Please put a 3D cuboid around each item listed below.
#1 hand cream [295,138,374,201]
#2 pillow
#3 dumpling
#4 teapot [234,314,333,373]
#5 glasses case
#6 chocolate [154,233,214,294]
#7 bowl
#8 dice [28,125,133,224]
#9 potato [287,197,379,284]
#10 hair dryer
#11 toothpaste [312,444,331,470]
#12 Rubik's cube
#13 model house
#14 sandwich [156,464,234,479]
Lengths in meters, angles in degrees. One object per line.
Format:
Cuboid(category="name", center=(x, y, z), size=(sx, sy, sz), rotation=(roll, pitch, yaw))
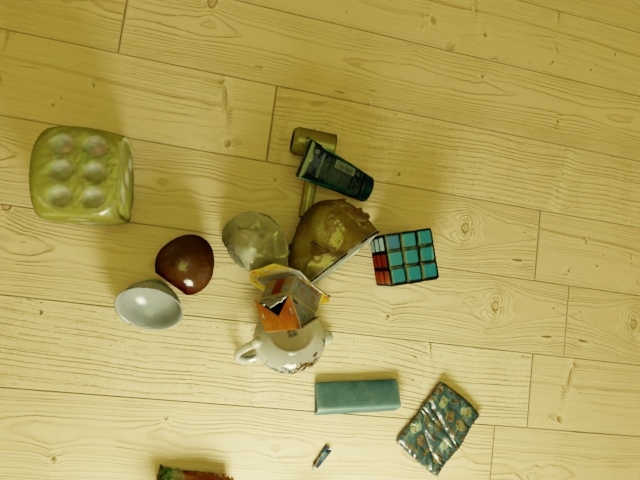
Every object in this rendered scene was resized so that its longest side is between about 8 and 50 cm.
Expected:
Cuboid(category="hand cream", center=(0.051, -0.203, 1.630), size=(0.271, 0.061, 0.120), rotation=(21, 92, -37))
Cuboid(category="pillow", center=(0.383, 0.604, 1.712), size=(0.189, 0.034, 0.255), rotation=(41, 78, -7))
Cuboid(category="dumpling", center=(-0.191, 0.004, 1.548), size=(0.247, 0.142, 0.172), rotation=(36, 94, 24))
Cuboid(category="teapot", center=(-0.110, 0.298, 1.576), size=(0.300, 0.166, 0.208), rotation=(-14, 71, -4))
Cuboid(category="glasses case", center=(0.115, 0.489, 1.649), size=(0.266, 0.056, 0.105), rotation=(1, 86, -13))
Cuboid(category="chocolate", center=(-0.378, 0.062, 1.518), size=(0.177, 0.177, 0.176), rotation=(1, 86, -13))
Cuboid(category="bowl", center=(-0.478, 0.166, 1.507), size=(0.189, 0.189, 0.086), rotation=(12, 41, -12))
Cuboid(category="dice", center=(-0.634, -0.167, 1.436), size=(0.227, 0.233, 0.238), rotation=(3, 85, -12))
Cuboid(category="potato", center=(0.000, 0.000, 1.577), size=(0.300, 0.246, 0.196), rotation=(-38, 81, -17))
Cuboid(category="hair dryer", center=(-0.039, -0.208, 1.659), size=(0.135, 0.090, 0.278), rotation=(10, 90, -13))
Cuboid(category="toothpaste", center=(0.001, 0.668, 1.628), size=(0.027, 0.019, 0.083), rotation=(35, 77, 16))
Cuboid(category="Rubik's cube", center=(0.258, 0.054, 1.663), size=(0.162, 0.163, 0.160), rotation=(-8, 88, -10))
Cuboid(category="model house", center=(-0.113, 0.180, 1.456), size=(0.207, 0.219, 0.135), rotation=(41, 52, -31))
Cuboid(category="sandwich", center=(-0.339, 0.771, 1.496), size=(0.212, 0.109, 0.291), rotation=(-8, 87, -13))
